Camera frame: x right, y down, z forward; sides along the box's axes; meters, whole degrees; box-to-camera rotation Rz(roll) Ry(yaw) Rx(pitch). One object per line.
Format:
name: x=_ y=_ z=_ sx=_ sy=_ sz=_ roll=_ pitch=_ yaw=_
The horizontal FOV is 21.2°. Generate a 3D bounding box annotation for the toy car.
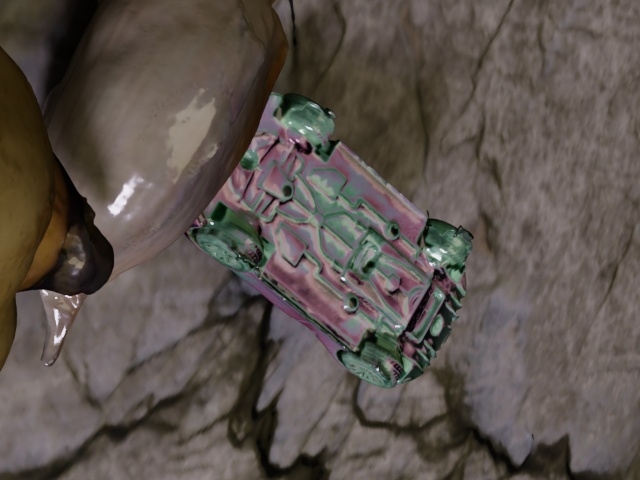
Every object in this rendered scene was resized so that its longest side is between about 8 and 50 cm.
toy car: x=0.000 y=0.000 z=0.663 sx=0.142 sy=0.055 sz=0.069 roll=41 pitch=71 yaw=-30

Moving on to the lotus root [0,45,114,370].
lotus root: x=-0.134 y=-0.003 z=0.433 sx=0.221 sy=0.118 sz=0.125 roll=-16 pitch=148 yaw=-53

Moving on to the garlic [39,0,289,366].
garlic: x=-0.054 y=-0.035 z=0.566 sx=0.152 sy=0.066 sz=0.084 roll=-60 pitch=144 yaw=-22
